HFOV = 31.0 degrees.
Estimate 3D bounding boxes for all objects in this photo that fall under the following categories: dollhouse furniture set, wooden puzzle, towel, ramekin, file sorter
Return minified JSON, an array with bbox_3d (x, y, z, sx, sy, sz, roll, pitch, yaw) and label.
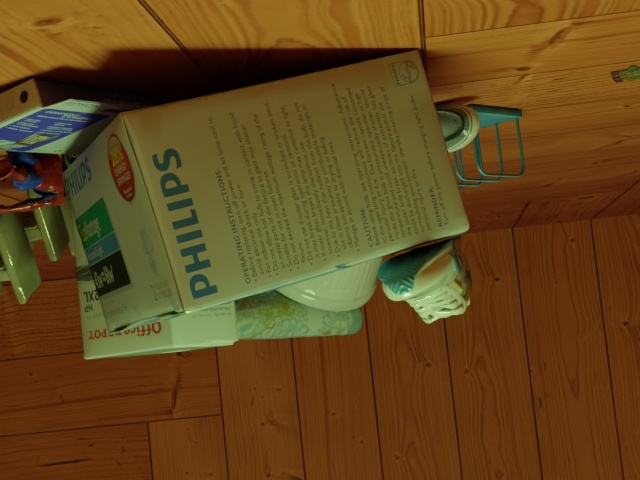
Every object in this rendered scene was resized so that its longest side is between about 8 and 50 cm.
[{"bbox_3d":[-0.630,-0.002,1.702,0.362,0.256,0.394,-6,-153,12],"label":"dollhouse furniture set"},{"bbox_3d":[0.418,-0.223,1.553,0.049,0.006,0.083,-8,174,20],"label":"wooden puzzle"},{"bbox_3d":[-0.129,0.052,2.247,0.320,0.374,0.090,-2,131,-36],"label":"towel"},{"bbox_3d":[0.000,0.000,2.209,0.273,0.273,0.127,-2,131,-36],"label":"ramekin"},{"bbox_3d":[0.207,-0.133,1.749,0.118,0.104,0.170,0,172,-43],"label":"file sorter"}]

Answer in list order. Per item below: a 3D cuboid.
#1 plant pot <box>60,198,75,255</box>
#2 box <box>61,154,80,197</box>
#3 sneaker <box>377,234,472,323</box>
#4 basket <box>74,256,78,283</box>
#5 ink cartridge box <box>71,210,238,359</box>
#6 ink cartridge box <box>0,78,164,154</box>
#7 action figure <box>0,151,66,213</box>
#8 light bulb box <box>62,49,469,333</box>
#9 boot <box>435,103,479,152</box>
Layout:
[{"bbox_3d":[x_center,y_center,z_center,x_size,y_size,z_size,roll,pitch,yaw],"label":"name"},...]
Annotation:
[{"bbox_3d":[-0.409,-0.035,2.146,0.096,0.109,0.109,-20,171,16],"label":"plant pot"},{"bbox_3d":[-0.320,-0.103,1.597,0.062,0.083,0.052,-11,173,38],"label":"box"},{"bbox_3d":[0.135,0.050,1.370,0.087,0.092,0.228,-16,179,22],"label":"sneaker"},{"bbox_3d":[-0.244,-0.009,1.966,0.299,0.213,0.223,-6,174,11],"label":"basket"},{"bbox_3d":[-0.252,0.013,1.704,0.223,0.307,0.129,-11,173,42],"label":"ink cartridge box"},{"bbox_3d":[-0.287,-0.147,1.358,0.208,0.045,0.206,-13,173,35],"label":"ink cartridge box"},{"bbox_3d":[-0.440,-0.089,1.599,0.139,0.091,0.280,-13,173,7],"label":"action figure"},{"bbox_3d":[-0.081,-0.050,1.393,0.361,0.225,0.358,-16,179,-24],"label":"light bulb box"},{"bbox_3d":[0.127,-0.153,1.634,0.190,0.069,0.086,-9,177,44],"label":"boot"}]
